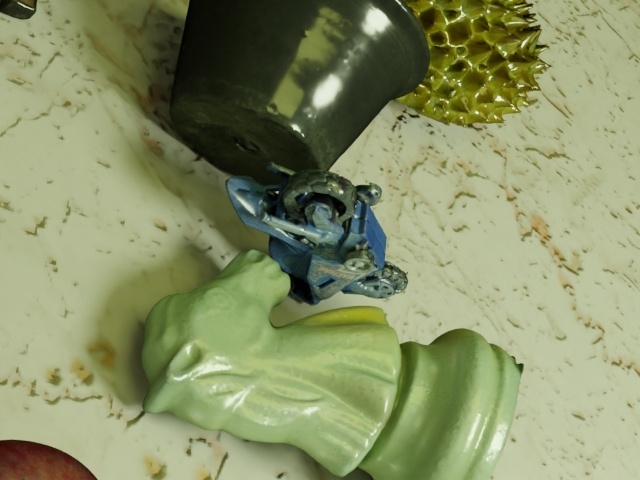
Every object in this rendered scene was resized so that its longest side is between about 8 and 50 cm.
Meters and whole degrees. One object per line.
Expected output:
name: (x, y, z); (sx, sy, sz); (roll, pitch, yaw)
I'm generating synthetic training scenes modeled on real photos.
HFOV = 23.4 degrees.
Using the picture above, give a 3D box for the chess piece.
chess piece: (-0.002, 0.110, 1.257); (0.298, 0.176, 0.176); (24, 49, -15)

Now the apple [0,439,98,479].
apple: (-0.206, 0.207, 1.002); (0.153, 0.120, 0.153); (18, 57, -29)

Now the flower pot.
flower pot: (-0.037, -0.139, 1.338); (0.235, 0.235, 0.148); (34, 65, -23)

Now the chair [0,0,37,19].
chair: (-0.265, -0.436, 1.284); (0.203, 0.240, 0.416); (18, 50, -35)

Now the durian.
durian: (0.142, -0.208, 1.603); (0.306, 0.166, 0.172); (-21, 110, -43)

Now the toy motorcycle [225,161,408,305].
toy motorcycle: (0.000, 0.000, 1.314); (0.205, 0.114, 0.076); (55, 36, -54)
